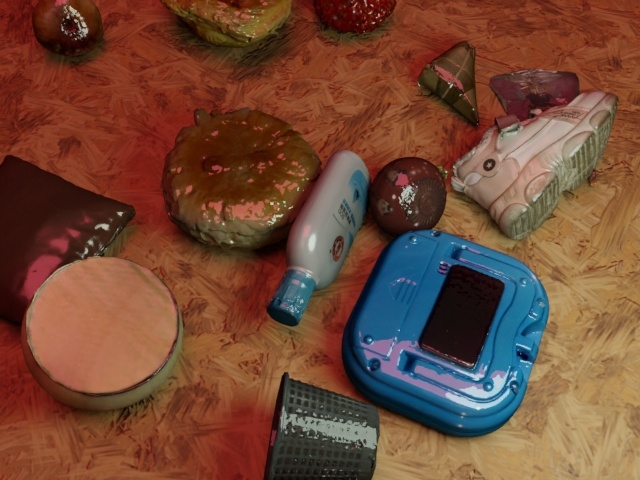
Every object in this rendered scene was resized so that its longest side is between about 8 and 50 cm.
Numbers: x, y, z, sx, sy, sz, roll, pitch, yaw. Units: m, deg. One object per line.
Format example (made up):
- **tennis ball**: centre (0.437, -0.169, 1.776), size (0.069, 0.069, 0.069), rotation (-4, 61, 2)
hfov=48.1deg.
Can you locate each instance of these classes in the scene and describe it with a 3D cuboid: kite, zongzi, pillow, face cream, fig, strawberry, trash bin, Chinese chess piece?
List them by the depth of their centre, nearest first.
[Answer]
- **trash bin**: centre (0.005, 0.297, 1.090), size (0.161, 0.175, 0.175), rotation (9, 55, -5)
- **Chinese chess piece**: centre (-0.357, 0.151, 1.186), size (0.257, 0.104, 0.257), rotation (8, 62, -15)
- **face cream**: centre (0.000, 0.000, 1.286), size (0.080, 0.163, 0.337), rotation (10, 54, 25)
- **pillow**: centre (-0.552, 0.001, 1.329), size (0.305, 0.108, 0.308), rotation (22, 59, 12)
- **kite**: centre (0.491, -0.251, 1.533), size (0.204, 0.022, 0.360), rotation (-5, 54, -1)
- **zongzi**: centre (0.324, -0.350, 1.577), size (0.176, 0.078, 0.160), rotation (42, 65, 15)
- **strawberry**: centre (0.074, -0.604, 1.651), size (0.205, 0.244, 0.205), rotation (0, 58, 0)
- **fig**: centre (-0.603, -0.542, 1.707), size (0.159, 0.159, 0.257), rotation (-14, 39, -8)

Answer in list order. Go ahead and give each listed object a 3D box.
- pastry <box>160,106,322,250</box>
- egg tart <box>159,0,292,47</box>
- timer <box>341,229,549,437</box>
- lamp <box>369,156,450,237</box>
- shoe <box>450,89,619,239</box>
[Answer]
- **pastry**: centre (-0.155, -0.112, 1.381), size (0.329, 0.136, 0.330), rotation (-1, 55, 2)
- **egg tart**: centre (-0.211, -0.585, 1.700), size (0.351, 0.153, 0.339), rotation (20, 58, 15)
- **timer**: centre (0.214, 0.141, 1.215), size (0.309, 0.115, 0.340), rotation (22, 58, 12)
- **lamp**: centre (0.159, -0.082, 1.358), size (0.135, 0.157, 0.156), rotation (21, 97, 54)
- **shoe**: centre (0.413, -0.182, 1.379), size (0.198, 0.172, 0.351), rotation (39, 74, 26)
